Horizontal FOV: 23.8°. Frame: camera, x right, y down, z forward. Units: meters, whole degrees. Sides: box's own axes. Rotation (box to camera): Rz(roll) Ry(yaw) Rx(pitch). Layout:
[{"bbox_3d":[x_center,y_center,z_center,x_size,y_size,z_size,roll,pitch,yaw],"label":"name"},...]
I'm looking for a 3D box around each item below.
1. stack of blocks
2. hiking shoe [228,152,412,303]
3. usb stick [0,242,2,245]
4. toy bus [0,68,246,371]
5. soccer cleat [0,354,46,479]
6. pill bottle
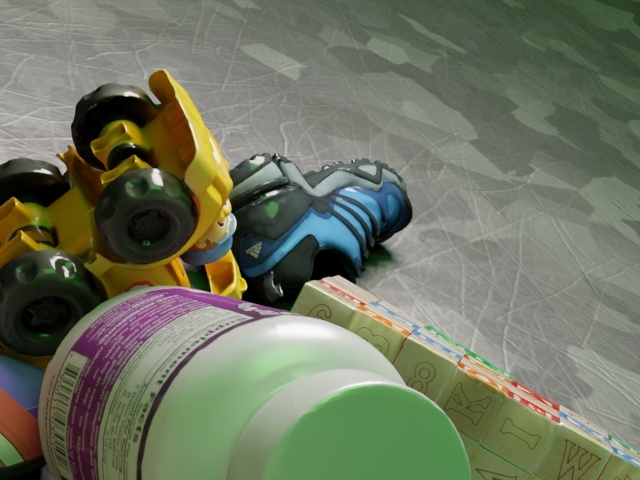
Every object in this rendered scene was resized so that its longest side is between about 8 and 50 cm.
[{"bbox_3d":[0.109,0.137,1.178,0.297,0.087,0.171,29,4,8],"label":"stack of blocks"},{"bbox_3d":[0.000,0.000,1.430,0.304,0.113,0.132,-3,67,-57],"label":"hiking shoe"},{"bbox_3d":[-0.252,0.000,1.223,0.077,0.045,0.278,25,24,17],"label":"usb stick"},{"bbox_3d":[-0.130,0.020,1.103,0.211,0.220,0.149,44,14,-36],"label":"toy bus"},{"bbox_3d":[-0.289,0.078,0.942,0.318,0.116,0.108,10,28,-30],"label":"soccer cleat"},{"bbox_3d":[-0.044,0.121,0.890,0.169,0.169,0.301,11,-1,-28],"label":"pill bottle"}]
